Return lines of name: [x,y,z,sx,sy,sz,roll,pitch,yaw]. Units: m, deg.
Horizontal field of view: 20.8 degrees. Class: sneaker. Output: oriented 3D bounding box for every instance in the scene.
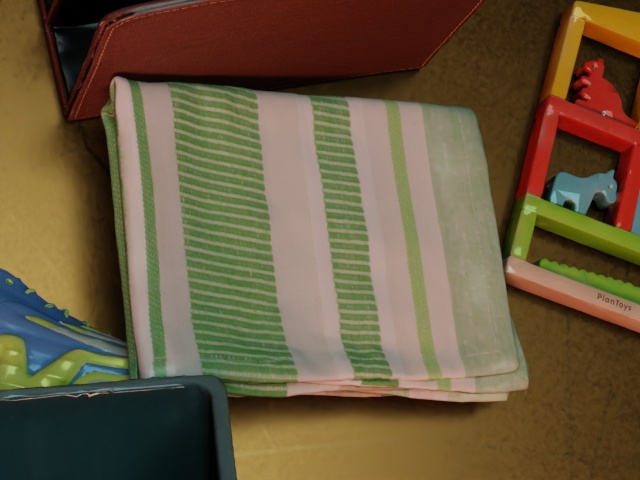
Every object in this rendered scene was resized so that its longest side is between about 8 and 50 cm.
sneaker: [-0.195,0.070,1.232,0.240,0.091,0.126,-3,70,-23]

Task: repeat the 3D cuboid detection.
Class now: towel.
towel: [0.000,0.000,1.288,0.325,0.038,0.248,2,68,-30]

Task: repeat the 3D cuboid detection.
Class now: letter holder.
letter holder: [-0.043,-0.211,1.283,0.302,0.214,0.152,-10,79,-19]

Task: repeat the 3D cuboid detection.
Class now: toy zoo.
toy zoo: [0.267,-0.073,1.439,0.192,0.030,0.293,20,71,-11]

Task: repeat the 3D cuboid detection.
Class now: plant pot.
plant pot: [-0.171,0.257,1.088,0.247,0.248,0.252,-3,113,-6]
